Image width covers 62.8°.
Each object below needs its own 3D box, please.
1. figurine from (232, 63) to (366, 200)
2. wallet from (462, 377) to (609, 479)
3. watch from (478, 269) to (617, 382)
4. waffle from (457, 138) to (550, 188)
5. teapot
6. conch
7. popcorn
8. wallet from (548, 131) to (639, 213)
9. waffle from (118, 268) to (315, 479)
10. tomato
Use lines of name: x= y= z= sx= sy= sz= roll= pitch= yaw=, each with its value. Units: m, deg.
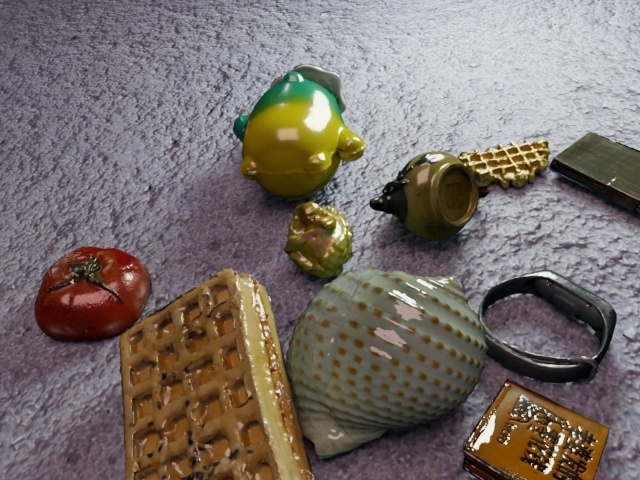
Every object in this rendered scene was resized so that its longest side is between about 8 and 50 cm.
figurine: x=-0.054 y=-0.245 z=1.185 sx=0.323 sy=0.231 sz=0.340 roll=-2 pitch=42 yaw=10
wallet: x=0.301 y=0.281 z=0.721 sx=0.161 sy=0.042 sz=0.195 roll=27 pitch=36 yaw=28
watch: x=0.366 y=0.142 z=0.860 sx=0.193 sy=0.068 sz=0.206 roll=-35 pitch=48 yaw=-17
waffle: x=0.405 y=-0.182 z=1.166 sx=0.192 sy=0.046 sz=0.161 roll=16 pitch=54 yaw=23
teapot: x=0.217 y=-0.090 z=1.054 sx=0.269 sy=0.173 sz=0.182 roll=-13 pitch=9 yaw=-34
conch: x=0.078 y=0.157 z=0.805 sx=0.319 sy=0.215 sz=0.303 roll=-33 pitch=40 yaw=-21
popcorn: x=0.000 y=0.000 z=1.018 sx=0.125 sy=0.126 sz=0.145 roll=-12 pitch=63 yaw=34
wallet: x=0.649 y=-0.121 z=1.067 sx=0.169 sy=0.044 sz=0.317 roll=-34 pitch=52 yaw=-26
waffle: x=-0.161 y=0.246 z=0.772 sx=0.261 sy=0.114 sz=0.376 roll=-31 pitch=48 yaw=9
tomato: x=-0.458 y=0.089 z=1.035 sx=0.227 sy=0.101 sz=0.228 roll=-5 pitch=44 yaw=5
